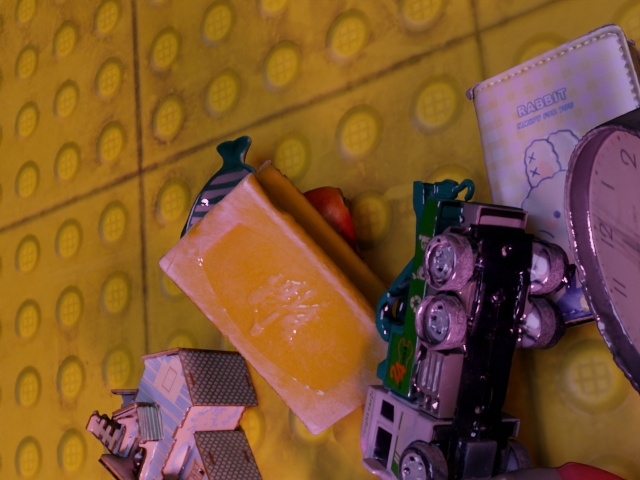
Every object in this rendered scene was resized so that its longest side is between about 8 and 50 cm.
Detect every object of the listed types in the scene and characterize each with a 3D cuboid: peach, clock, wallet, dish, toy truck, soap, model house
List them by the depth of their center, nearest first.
[{"bbox_3d":[0.313,0.031,0.785,0.061,0.312,0.312,-18,64,-7],"label":"clock"},{"bbox_3d":[0.149,0.113,0.993,0.178,0.177,0.363,12,97,58],"label":"toy truck"},{"bbox_3d":[0.290,-0.062,1.017,0.223,0.077,0.309,-18,74,35],"label":"wallet"},{"bbox_3d":[-0.036,0.078,1.146,0.199,0.091,0.315,-40,92,27],"label":"soap"},{"bbox_3d":[-0.007,-0.003,1.229,0.118,0.151,0.151,-8,71,-9],"label":"peach"},{"bbox_3d":[-0.202,0.248,1.293,0.271,0.178,0.206,33,101,41],"label":"model house"},{"bbox_3d":[-0.116,-0.025,1.325,0.224,0.078,0.246,-8,71,48],"label":"dish"}]

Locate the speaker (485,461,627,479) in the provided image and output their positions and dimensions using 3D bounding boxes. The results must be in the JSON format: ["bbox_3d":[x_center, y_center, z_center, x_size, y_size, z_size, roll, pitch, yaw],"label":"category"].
[{"bbox_3d":[0.210,0.356,0.855,0.294,0.294,0.294,-9,76,37],"label":"speaker"}]
